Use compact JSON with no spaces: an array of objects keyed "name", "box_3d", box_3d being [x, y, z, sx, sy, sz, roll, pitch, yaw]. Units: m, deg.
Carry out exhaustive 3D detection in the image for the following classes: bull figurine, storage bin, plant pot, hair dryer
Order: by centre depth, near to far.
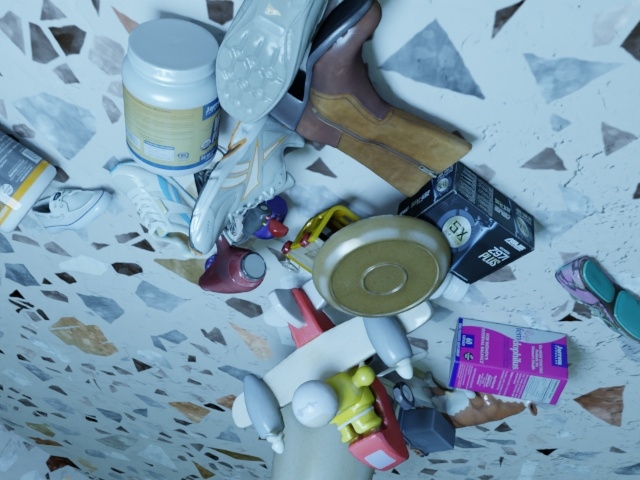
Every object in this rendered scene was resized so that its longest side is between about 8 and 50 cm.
[{"name":"plant pot","box_3d":[0.104,0.057,0.969,0.237,0.032,0.236,-3,133,-3]},{"name":"hair dryer","box_3d":[-0.169,-0.007,1.067,0.080,0.223,0.293,-9,134,-37]},{"name":"bull figurine","box_3d":[0.357,0.369,1.367,0.188,0.101,0.310,33,137,-13]},{"name":"storage bin","box_3d":[0.255,0.457,1.384,0.091,0.098,0.135,-19,127,37]},{"name":"plant pot","box_3d":[0.017,0.490,1.410,0.334,0.305,0.333,10,155,5]}]

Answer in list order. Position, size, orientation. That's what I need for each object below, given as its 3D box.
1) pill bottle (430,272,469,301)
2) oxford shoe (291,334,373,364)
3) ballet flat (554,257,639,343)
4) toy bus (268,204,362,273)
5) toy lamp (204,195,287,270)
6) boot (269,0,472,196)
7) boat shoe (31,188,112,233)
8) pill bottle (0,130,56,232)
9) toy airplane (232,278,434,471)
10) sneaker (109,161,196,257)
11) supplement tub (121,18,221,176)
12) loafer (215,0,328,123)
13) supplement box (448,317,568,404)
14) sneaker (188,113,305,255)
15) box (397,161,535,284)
[{"name":"pill bottle","box_3d":[0.185,0.051,1.067,0.170,0.094,0.094,22,140,-6]},{"name":"oxford shoe","box_3d":[0.032,0.234,1.349,0.227,0.082,0.096,28,138,-31]},{"name":"ballet flat","box_3d":[0.506,0.110,1.047,0.221,0.076,0.079,38,154,-16]},{"name":"toy bus","box_3d":[0.009,0.002,1.061,0.202,0.104,0.191,22,158,28]},{"name":"toy lamp","box_3d":[-0.147,-0.001,1.140,0.080,0.080,0.275,31,138,-16]},{"name":"boot","box_3d":[0.096,-0.185,0.828,0.281,0.096,0.264,28,139,-14]},{"name":"boat shoe","box_3d":[-0.521,-0.066,1.193,0.226,0.083,0.076,-17,131,35]},{"name":"pill bottle","box_3d":[-0.659,-0.151,1.085,0.278,0.162,0.162,37,136,-22]},{"name":"toy airplane","box_3d":[0.010,0.256,1.153,0.385,0.272,0.385,13,107,16]},{"name":"sneaker","box_3d":[-0.306,-0.060,1.117,0.229,0.092,0.087,39,137,-22]},{"name":"supplement tub","box_3d":[-0.220,-0.210,0.873,0.144,0.144,0.199,18,141,-1]},{"name":"loafer","box_3d":[-0.049,-0.286,0.748,0.112,0.111,0.319,34,135,-2]},{"name":"supplement box","box_3d":[0.387,0.250,1.211,0.220,0.111,0.113,8,139,10]},{"name":"sneaker","box_3d":[-0.107,-0.085,0.889,0.121,0.262,0.099,28,167,-8]},{"name":"box","box_3d":[0.240,-0.024,0.974,0.180,0.077,0.147,33,137,-18]}]
